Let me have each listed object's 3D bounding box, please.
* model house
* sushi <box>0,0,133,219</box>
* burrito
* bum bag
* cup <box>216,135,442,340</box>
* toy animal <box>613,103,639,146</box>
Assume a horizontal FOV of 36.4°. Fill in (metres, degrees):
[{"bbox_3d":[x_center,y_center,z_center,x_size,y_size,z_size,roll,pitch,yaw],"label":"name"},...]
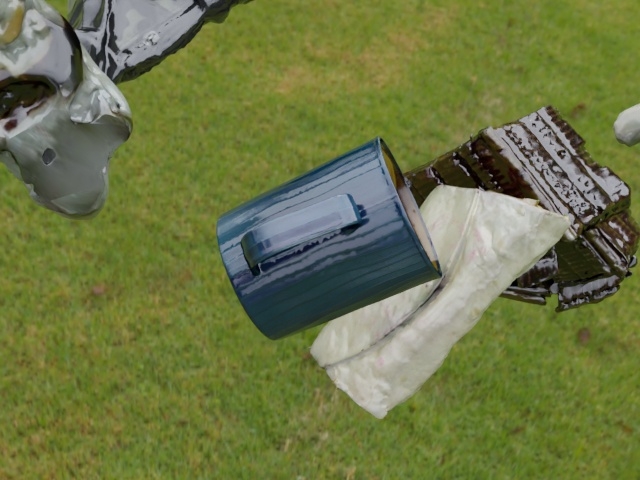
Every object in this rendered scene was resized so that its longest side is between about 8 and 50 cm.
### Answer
[{"bbox_3d":[0.261,-0.013,1.278,0.297,0.282,0.317,-37,92,-2],"label":"model house"},{"bbox_3d":[-0.243,-0.138,0.740,0.124,0.332,0.130,-37,38,-5],"label":"sushi"},{"bbox_3d":[0.122,0.051,1.025,0.105,0.299,0.143,29,18,-35],"label":"burrito"},{"bbox_3d":[-0.101,-0.257,0.902,0.340,0.095,0.144,-34,50,-4],"label":"bum bag"},{"bbox_3d":[-0.002,-0.007,0.717,0.138,0.150,0.113,-24,50,11],"label":"cup"},{"bbox_3d":[0.462,-0.046,1.006,0.188,0.266,0.308,16,1,-42],"label":"toy animal"}]
